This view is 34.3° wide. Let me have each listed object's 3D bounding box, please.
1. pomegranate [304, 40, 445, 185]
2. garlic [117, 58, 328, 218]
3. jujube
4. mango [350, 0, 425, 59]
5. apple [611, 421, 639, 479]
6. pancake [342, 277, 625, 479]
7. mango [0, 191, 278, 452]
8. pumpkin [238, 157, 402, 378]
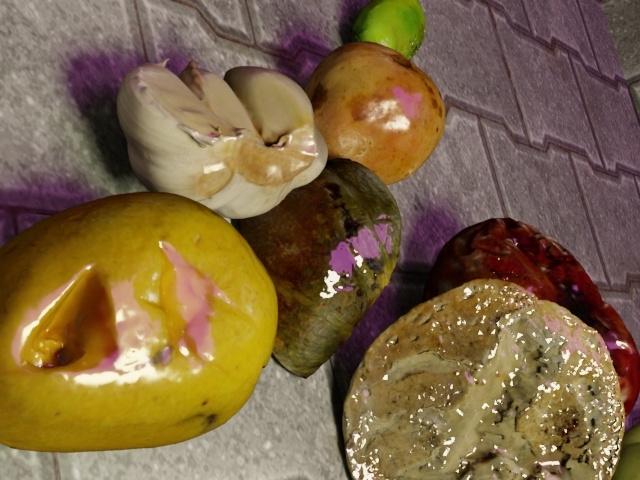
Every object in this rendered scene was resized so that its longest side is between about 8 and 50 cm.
[{"bbox_3d":[0.067,-0.176,1.515,0.215,0.215,0.215,34,45,-42],"label":"pomegranate"},{"bbox_3d":[-0.124,-0.119,1.225,0.281,0.184,0.203,-12,50,-39],"label":"garlic"},{"bbox_3d":[0.308,0.139,1.576,0.276,0.276,0.377,29,15,-45],"label":"jujube"},{"bbox_3d":[0.116,-0.355,1.781,0.125,0.111,0.233,48,34,-18],"label":"mango"},{"bbox_3d":[0.697,0.518,1.964,0.360,0.320,0.311,66,-8,-14],"label":"apple"},{"bbox_3d":[0.215,0.243,1.367,0.082,0.387,0.386,173,-106,-87],"label":"pancake"},{"bbox_3d":[-0.194,0.085,0.994,0.365,0.182,0.253,-18,89,-47],"label":"mango"},{"bbox_3d":[0.000,0.000,1.325,0.148,0.169,0.312,29,48,-49],"label":"pumpkin"}]
